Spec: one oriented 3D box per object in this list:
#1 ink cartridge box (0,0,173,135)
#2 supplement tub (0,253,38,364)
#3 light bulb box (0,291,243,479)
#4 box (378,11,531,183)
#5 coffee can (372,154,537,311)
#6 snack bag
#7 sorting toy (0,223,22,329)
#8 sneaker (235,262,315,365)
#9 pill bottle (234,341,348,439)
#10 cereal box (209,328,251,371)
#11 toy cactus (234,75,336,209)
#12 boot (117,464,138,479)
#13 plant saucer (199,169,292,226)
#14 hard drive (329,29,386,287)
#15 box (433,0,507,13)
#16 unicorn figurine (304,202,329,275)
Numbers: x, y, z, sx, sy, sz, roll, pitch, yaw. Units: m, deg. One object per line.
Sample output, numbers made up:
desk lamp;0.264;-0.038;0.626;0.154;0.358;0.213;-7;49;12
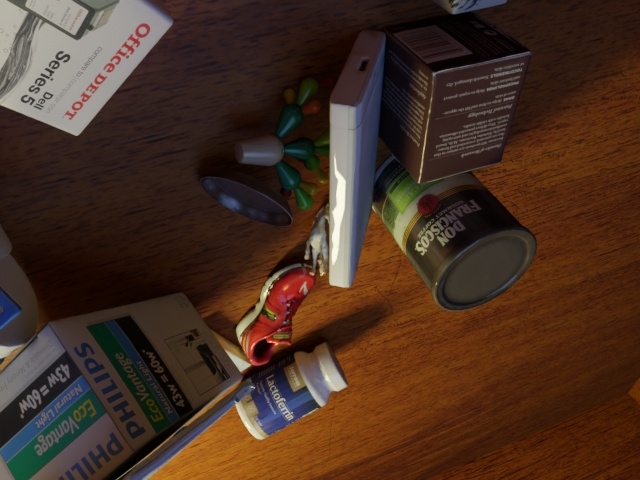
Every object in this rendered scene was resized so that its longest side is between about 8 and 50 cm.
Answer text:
ink cartridge box;-0.327;-0.256;0.547;0.198;0.114;0.273;-42;153;16
supplement tub;-0.615;0.140;0.744;0.331;0.241;0.241;-29;138;1
light bulb box;-0.390;0.300;0.919;0.358;0.225;0.361;-41;170;13
box;0.204;-0.235;0.861;0.167;0.168;0.203;-17;137;-14
coffee can;0.239;-0.033;1.000;0.202;0.275;0.201;-15;136;-15
snack bag;-0.284;0.359;0.800;0.342;0.037;0.323;-43;171;21
sorting toy;-0.502;-0.021;0.613;0.196;0.347;0.047;-29;-178;-12
sneaker;-0.083;0.168;1.146;0.107;0.118;0.279;11;126;-36
pill bottle;-0.072;0.375;1.334;0.265;0.153;0.153;-30;138;0
cereal box;-0.306;0.308;1.221;0.240;0.047;0.173;-34;138;6
toy cactus;-0.052;-0.155;0.847;0.181;0.112;0.219;-9;126;-31
boot;-0.610;0.634;1.235;0.260;0.131;0.348;-43;167;14
plant saucer;-0.120;-0.074;0.885;0.168;0.168;0.029;40;68;-46
hard drive;0.058;-0.124;0.863;0.047;0.233;0.353;10;136;10
box;0.204;-0.457;0.686;0.094;0.113;0.275;-17;136;-11
unicorn figurine;0.000;0.000;1.055;0.060;0.111;0.162;12;151;-6
